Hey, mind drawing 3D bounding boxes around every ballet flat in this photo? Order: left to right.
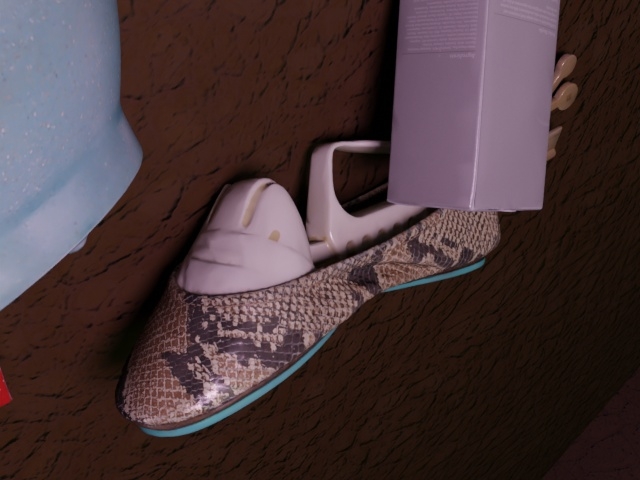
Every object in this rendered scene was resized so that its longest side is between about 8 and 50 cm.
[{"bbox_3d":[0.000,0.000,0.843,0.483,0.164,0.182,-24,117,-38],"label":"ballet flat"}]

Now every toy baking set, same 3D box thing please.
[{"bbox_3d":[0.216,-0.137,1.037,0.256,0.030,0.196,-6,124,-46],"label":"toy baking set"}]

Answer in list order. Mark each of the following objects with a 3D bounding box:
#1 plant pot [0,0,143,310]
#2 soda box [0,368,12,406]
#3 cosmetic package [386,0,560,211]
[{"bbox_3d":[-0.198,-0.061,0.358,0.293,0.293,0.196,-40,114,-13],"label":"plant pot"},{"bbox_3d":[-0.284,0.021,0.578,0.092,0.083,0.263,-26,141,-29],"label":"soda box"},{"bbox_3d":[0.139,-0.145,0.793,0.127,0.107,0.238,0,99,-48],"label":"cosmetic package"}]
